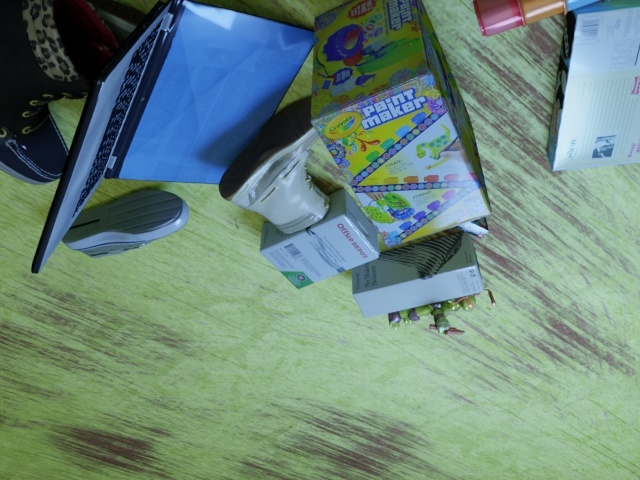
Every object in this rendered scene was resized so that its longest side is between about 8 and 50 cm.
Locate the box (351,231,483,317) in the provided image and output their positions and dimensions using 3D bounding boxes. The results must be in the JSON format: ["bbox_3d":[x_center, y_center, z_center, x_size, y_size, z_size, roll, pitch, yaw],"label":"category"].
[{"bbox_3d":[0.211,0.077,1.446,0.275,0.113,0.094,-15,133,14],"label":"box"}]

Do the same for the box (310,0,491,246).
[{"bbox_3d":[0.125,-0.202,1.028,0.177,0.290,0.279,-18,132,19],"label":"box"}]

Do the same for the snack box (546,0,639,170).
[{"bbox_3d":[0.507,-0.265,1.126,0.187,0.060,0.322,-5,136,6],"label":"snack box"}]

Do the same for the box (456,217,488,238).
[{"bbox_3d":[0.272,-0.075,1.268,0.094,0.137,0.027,22,132,-20],"label":"box"}]

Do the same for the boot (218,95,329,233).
[{"bbox_3d":[-0.037,-0.133,1.241,0.262,0.095,0.203,-43,136,13],"label":"boot"}]

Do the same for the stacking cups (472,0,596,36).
[{"bbox_3d":[0.389,-0.388,0.974,0.316,0.096,0.096,-17,133,17],"label":"stacking cups"}]

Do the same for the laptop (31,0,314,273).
[{"bbox_3d":[-0.217,-0.150,1.027,0.236,0.408,0.382,27,130,-12],"label":"laptop"}]

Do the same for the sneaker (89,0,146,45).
[{"bbox_3d":[-0.373,-0.351,1.036,0.192,0.064,0.086,22,131,-22],"label":"sneaker"}]

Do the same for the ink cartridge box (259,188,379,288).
[{"bbox_3d":[0.000,0.000,1.382,0.208,0.087,0.153,-22,131,22],"label":"ink cartridge box"}]

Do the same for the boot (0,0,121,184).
[{"bbox_3d":[-0.448,-0.241,1.059,0.284,0.138,0.377,0,137,20],"label":"boot"}]

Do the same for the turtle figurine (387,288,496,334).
[{"bbox_3d":[0.263,0.155,1.488,0.217,0.269,0.087,-16,99,35],"label":"turtle figurine"}]

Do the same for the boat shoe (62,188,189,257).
[{"bbox_3d":[-0.394,-0.031,1.358,0.302,0.109,0.094,-9,151,21],"label":"boat shoe"}]
